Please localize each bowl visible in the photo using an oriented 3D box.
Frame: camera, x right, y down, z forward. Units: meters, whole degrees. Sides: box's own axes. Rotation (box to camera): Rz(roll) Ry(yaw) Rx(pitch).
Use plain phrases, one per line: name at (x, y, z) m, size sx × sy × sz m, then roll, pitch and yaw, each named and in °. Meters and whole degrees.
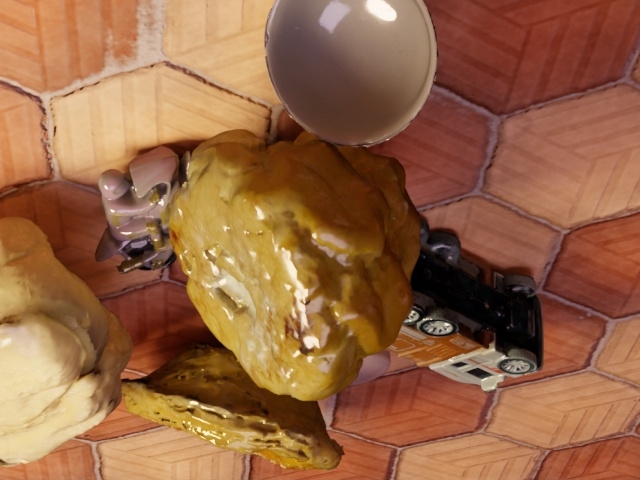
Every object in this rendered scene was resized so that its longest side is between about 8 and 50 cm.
bowl at (0.046, -0.193, 1.296) m, size 0.189 × 0.189 × 0.086 m, roll -27°, pitch 180°, yaw 32°

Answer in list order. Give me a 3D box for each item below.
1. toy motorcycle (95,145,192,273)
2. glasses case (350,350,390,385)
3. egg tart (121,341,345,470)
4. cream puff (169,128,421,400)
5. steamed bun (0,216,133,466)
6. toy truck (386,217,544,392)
toy motorcycle at (-0.201, -0.042, 1.538) m, size 0.152 × 0.073 × 0.225 m, roll 11°, pitch 135°, yaw -33°
glasses case at (-0.025, 0.130, 1.799) m, size 0.113 × 0.075 × 0.297 m, roll -28°, pitch 139°, yaw 36°
egg tart at (-0.118, 0.231, 1.843) m, size 0.341 × 0.132 × 0.341 m, roll 18°, pitch 170°, yaw 3°
cream puff at (0.001, 0.000, 1.423) m, size 0.257 × 0.291 × 0.324 m, roll -30°, pitch 167°, yaw -30°
steamed bun at (-0.402, 0.120, 1.627) m, size 0.324 × 0.230 × 0.372 m, roll -7°, pitch 147°, yaw 5°
toy truck at (0.146, 0.091, 1.705) m, size 0.305 × 0.136 × 0.162 m, roll 27°, pitch 143°, yaw -32°
